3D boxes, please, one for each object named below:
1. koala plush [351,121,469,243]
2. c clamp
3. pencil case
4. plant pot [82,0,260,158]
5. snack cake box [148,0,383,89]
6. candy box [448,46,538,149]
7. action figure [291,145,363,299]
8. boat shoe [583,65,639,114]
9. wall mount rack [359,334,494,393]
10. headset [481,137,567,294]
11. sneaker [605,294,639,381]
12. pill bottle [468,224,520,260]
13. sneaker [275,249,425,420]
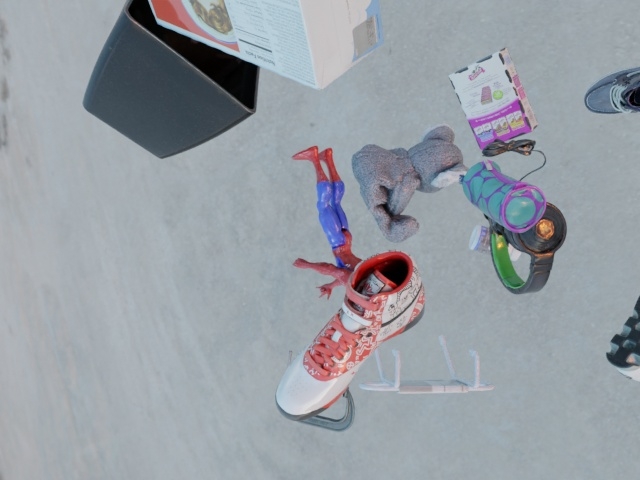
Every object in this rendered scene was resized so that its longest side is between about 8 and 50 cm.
[{"bbox_3d":[0.198,-0.142,1.228,0.221,0.203,0.196,-22,46,18],"label":"koala plush"},{"bbox_3d":[-0.005,0.308,1.161,0.161,0.022,0.137,16,97,12],"label":"c clamp"},{"bbox_3d":[0.246,-0.064,0.800,0.151,0.065,0.070,-111,12,-68],"label":"pencil case"},{"bbox_3d":[-0.205,-0.223,0.781,0.167,0.187,0.188,-37,36,29],"label":"plant pot"},{"bbox_3d":[-0.074,-0.256,0.532,0.264,0.089,0.152,33,153,35],"label":"snack cake box"},{"bbox_3d":[0.479,-0.389,1.622,0.159,0.071,0.233,-17,105,40],"label":"candy box"},{"bbox_3d":[0.000,0.000,0.975,0.139,0.091,0.280,-24,82,29],"label":"action figure"},{"bbox_3d":[0.821,-0.394,1.563,0.341,0.158,0.127,-9,108,63],"label":"boat shoe"},{"bbox_3d":[0.269,0.325,1.554,0.304,0.350,0.130,141,131,-82],"label":"wall mount rack"},{"bbox_3d":[0.468,-0.053,1.434,0.243,0.185,0.393,-113,20,-65],"label":"headset"},{"bbox_3d":[0.879,0.219,1.510,0.330,0.146,0.122,-50,31,2],"label":"sneaker"},{"bbox_3d":[0.509,0.009,1.701,0.137,0.078,0.078,17,128,2],"label":"pill bottle"},{"bbox_3d":[0.033,0.121,0.802,0.090,0.270,0.145,42,161,34],"label":"sneaker"}]
